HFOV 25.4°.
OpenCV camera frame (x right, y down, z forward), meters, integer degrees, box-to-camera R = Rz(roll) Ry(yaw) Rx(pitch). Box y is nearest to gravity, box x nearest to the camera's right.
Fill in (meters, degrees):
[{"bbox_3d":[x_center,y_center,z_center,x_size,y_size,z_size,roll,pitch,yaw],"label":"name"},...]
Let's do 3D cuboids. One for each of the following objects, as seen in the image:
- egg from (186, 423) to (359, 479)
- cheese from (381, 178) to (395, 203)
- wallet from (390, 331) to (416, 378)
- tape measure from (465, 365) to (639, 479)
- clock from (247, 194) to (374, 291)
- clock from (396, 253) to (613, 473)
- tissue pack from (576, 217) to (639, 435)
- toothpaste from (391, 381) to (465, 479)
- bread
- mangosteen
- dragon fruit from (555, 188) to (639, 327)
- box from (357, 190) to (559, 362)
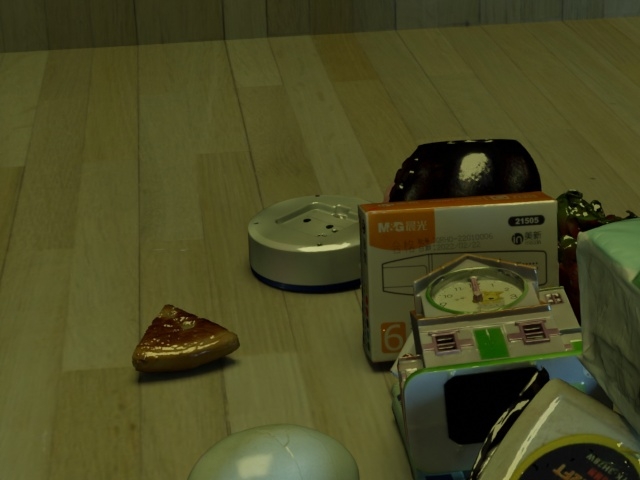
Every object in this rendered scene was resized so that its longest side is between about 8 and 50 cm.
[{"bbox_3d":[-0.050,0.272,1.532,0.209,0.151,0.151,-15,26,-36],"label":"egg"},{"bbox_3d":[0.169,-0.070,2.444,0.286,0.074,0.189,-29,31,-24],"label":"cheese"},{"bbox_3d":[0.146,0.139,1.891,0.061,0.122,0.025,32,-15,0],"label":"wallet"},{"bbox_3d":[0.250,0.284,1.456,0.231,0.133,0.271,-42,45,-13],"label":"tape measure"},{"bbox_3d":[0.000,0.000,2.271,0.230,0.083,0.230,-1,23,0],"label":"clock"},{"bbox_3d":[0.206,0.129,1.735,0.235,0.166,0.309,-7,24,1],"label":"clock"},{"bbox_3d":[0.461,0.078,1.418,0.356,0.194,0.266,-9,24,-9],"label":"tissue pack"},{"bbox_3d":[0.121,0.238,1.755,0.062,0.037,0.216,-6,27,-10],"label":"toothpaste"},{"bbox_3d":[-0.178,0.143,1.981,0.136,0.054,0.154,1,28,9],"label":"bread"},{"bbox_3d":[0.244,-0.042,2.167,0.287,0.233,0.287,-1,-7,0],"label":"mangosteen"},{"bbox_3d":[0.419,0.033,1.991,0.200,0.269,0.198,-25,-26,37],"label":"dragon fruit"},{"bbox_3d":[0.189,0.050,1.961,0.274,0.220,0.091,-6,11,-3],"label":"box"}]
